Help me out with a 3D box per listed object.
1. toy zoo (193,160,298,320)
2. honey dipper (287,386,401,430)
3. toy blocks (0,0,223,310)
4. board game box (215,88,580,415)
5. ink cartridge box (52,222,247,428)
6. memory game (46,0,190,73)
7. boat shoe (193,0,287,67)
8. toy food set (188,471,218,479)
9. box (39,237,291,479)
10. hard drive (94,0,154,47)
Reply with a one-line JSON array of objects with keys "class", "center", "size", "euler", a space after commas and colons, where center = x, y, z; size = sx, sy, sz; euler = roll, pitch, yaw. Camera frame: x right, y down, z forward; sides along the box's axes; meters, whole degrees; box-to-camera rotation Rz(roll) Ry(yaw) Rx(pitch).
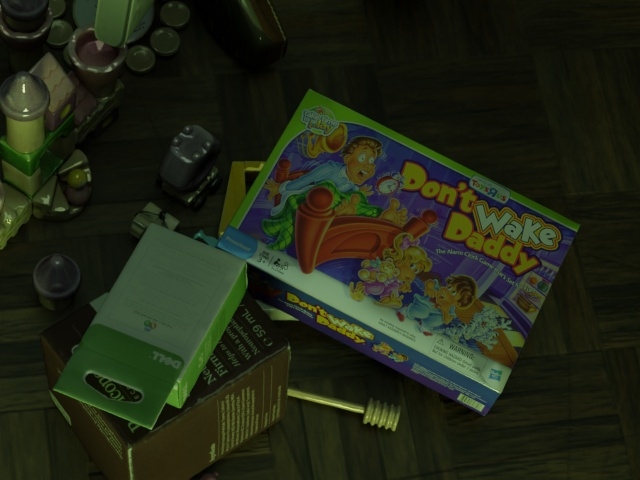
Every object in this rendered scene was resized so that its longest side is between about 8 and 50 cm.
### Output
[{"class": "toy zoo", "center": [0.000, 0.000, 1.940], "size": [0.293, 0.030, 0.192], "euler": [1, 65, -9]}, {"class": "honey dipper", "center": [0.008, 0.176, 1.859], "size": [0.161, 0.030, 0.030], "euler": [15, 64, 0]}, {"class": "toy blocks", "center": [-0.294, -0.119, 1.823], "size": [0.309, 0.260, 0.288], "euler": [35, 64, 8]}, {"class": "board game box", "center": [0.084, 0.010, 1.887], "size": [0.347, 0.078, 0.233], "euler": [27, 64, 4]}, {"class": "ink cartridge box", "center": [-0.164, 0.094, 1.655], "size": [0.109, 0.062, 0.209], "euler": [22, 59, 10]}, {"class": "memory game", "center": [-0.250, -0.277, 2.037], "size": [0.186, 0.012, 0.186], "euler": [2, 67, -5]}, {"class": "boat shoe", "center": [-0.112, -0.363, 2.046], "size": [0.120, 0.122, 0.324], "euler": [-21, 71, -21]}, {"class": "toy food set", "center": [-0.151, 0.252, 1.806], "size": [0.078, 0.019, 0.122], "euler": [-16, 60, -14]}, {"class": "box", "center": [-0.159, 0.141, 1.763], "size": [0.203, 0.167, 0.168], "euler": [-32, 66, -21]}, {"class": "hard drive", "center": [-0.157, -0.378, 1.840], "size": [0.040, 0.203, 0.307], "euler": [23, 49, 4]}]
